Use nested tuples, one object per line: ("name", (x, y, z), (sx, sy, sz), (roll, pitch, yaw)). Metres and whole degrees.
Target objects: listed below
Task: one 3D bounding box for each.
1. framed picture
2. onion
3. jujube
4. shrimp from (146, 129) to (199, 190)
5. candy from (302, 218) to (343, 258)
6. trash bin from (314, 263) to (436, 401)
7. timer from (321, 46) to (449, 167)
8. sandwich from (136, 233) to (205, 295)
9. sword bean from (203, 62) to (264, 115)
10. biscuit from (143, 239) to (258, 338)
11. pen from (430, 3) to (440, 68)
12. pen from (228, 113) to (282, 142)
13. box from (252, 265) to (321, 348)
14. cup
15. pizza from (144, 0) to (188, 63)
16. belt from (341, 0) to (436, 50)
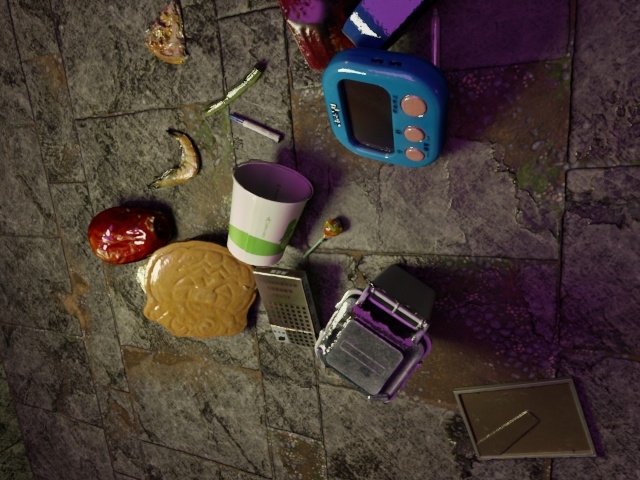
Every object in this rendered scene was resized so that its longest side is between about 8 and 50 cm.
("framed picture", (0.594, 0.531, 1.345), (0.335, 0.022, 0.247), (-18, 97, 29))
("onion", (0.012, -0.651, 1.217), (0.280, 0.146, 0.314), (-23, 90, 25))
("jujube", (-0.723, -0.026, 1.727), (0.318, 0.223, 0.223), (-8, 101, 24))
("shrimp", (-0.553, -0.291, 1.657), (0.262, 0.051, 0.198), (-19, 89, 26))
("candy", (0.000, 0.000, 1.470), (0.060, 0.060, 0.201), (49, 126, 6))
("trash bin", (0.186, 0.213, 1.254), (0.255, 0.367, 0.296), (32, 118, 13))
("timer", (0.167, -0.331, 1.157), (0.309, 0.340, 0.115), (17, 67, 20))
("sandwich", (-0.500, 0.093, 1.634), (0.198, 0.227, 0.155), (-32, 90, 30))
("sword bean", (-0.284, -0.477, 1.471), (0.269, 0.038, 0.043), (-26, 98, 31))
("biscuit", (-0.411, 0.175, 1.575), (0.385, 0.062, 0.365), (11, 106, -19))
("pen", (0.299, -0.495, 1.188), (0.026, 0.026, 0.218), (3, 105, 25))
("pen", (-0.212, -0.364, 1.476), (0.204, 0.025, 0.025), (27, 115, 17))
("box", (-0.102, 0.227, 1.520), (0.180, 0.047, 0.325), (6, 128, 24))
("cup", (-0.178, -0.080, 1.428), (0.253, 0.253, 0.274), (30, 122, 15))
("pizza", (-0.504, -0.694, 1.508), (0.185, 0.052, 0.195), (28, 115, 13))
("belt", (0.210, -0.593, 1.085), (0.117, 0.212, 0.347), (45, 111, -6))
